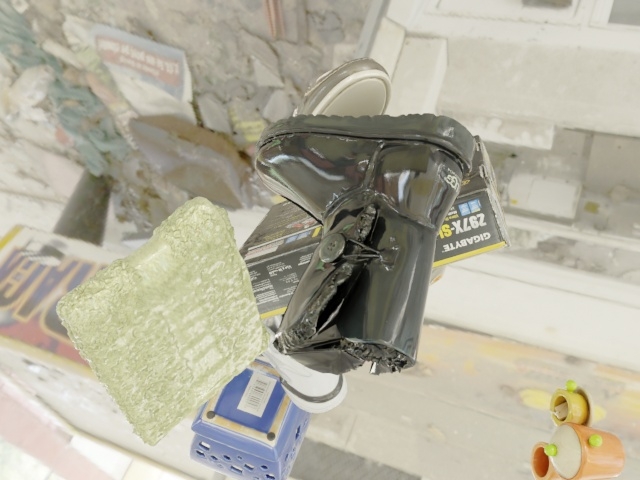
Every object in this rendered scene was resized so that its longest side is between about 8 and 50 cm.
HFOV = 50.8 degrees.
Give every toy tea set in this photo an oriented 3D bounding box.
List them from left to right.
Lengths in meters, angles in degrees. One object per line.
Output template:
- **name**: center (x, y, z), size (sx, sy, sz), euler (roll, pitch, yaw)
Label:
- **toy tea set**: center (0.400, 0.421, 1.183), size (0.124, 0.336, 0.200), euler (8, -164, -12)

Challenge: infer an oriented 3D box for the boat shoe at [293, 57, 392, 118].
- **boat shoe**: center (0.007, -0.164, 0.910), size (0.112, 0.096, 0.335), euler (-13, 165, -14)

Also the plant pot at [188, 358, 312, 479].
- **plant pot**: center (-0.151, 0.392, 1.510), size (0.235, 0.236, 0.212), euler (18, 145, 9)

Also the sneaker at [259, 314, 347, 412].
- **sneaker**: center (-0.088, 0.155, 1.309), size (0.365, 0.137, 0.210), euler (38, 150, 41)

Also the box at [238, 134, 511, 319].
- **box**: center (0.062, -0.022, 0.847), size (0.321, 0.257, 0.079), euler (-18, 108, 17)

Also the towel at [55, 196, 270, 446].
- **towel**: center (-0.084, 0.052, 0.396), size (0.027, 0.110, 0.148), euler (33, 152, 33)

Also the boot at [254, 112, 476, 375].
- **boot**: center (0.000, 0.000, 0.574), size (0.246, 0.207, 0.094), euler (5, 155, 43)

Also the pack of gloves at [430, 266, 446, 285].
- **pack of gloves**: center (0.135, 0.058, 1.137), size (0.195, 0.232, 0.046), euler (-38, 92, 25)
